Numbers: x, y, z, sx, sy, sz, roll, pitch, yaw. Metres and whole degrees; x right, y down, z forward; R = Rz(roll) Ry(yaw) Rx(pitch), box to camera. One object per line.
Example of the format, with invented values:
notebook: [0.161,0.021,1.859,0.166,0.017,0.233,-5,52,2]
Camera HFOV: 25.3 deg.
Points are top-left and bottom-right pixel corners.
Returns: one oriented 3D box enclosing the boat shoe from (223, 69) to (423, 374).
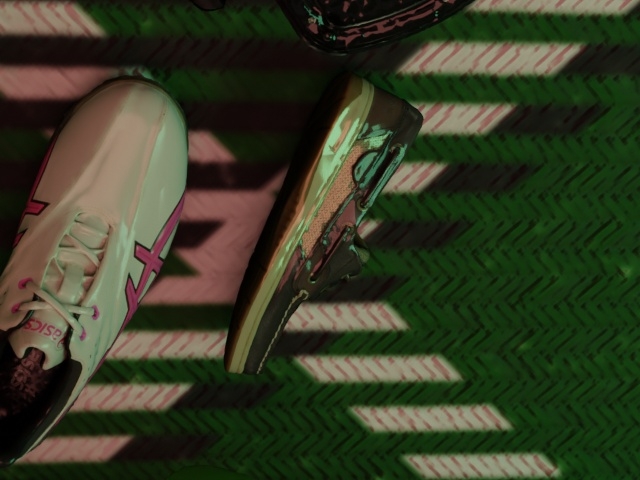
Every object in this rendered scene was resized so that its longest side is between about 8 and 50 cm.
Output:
boat shoe: [0.000,0.000,0.647,0.049,0.056,0.152,21,110,-10]

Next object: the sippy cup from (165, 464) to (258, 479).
sippy cup: [-0.105,0.261,0.676,0.224,0.240,0.305,25,71,-6]

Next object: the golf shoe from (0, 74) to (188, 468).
golf shoe: [-0.106,0.018,0.627,0.067,0.086,0.186,21,109,-14]

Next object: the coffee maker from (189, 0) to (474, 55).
coffee maker: [-0.003,-0.174,0.498,0.120,0.178,0.171,-10,118,-5]
